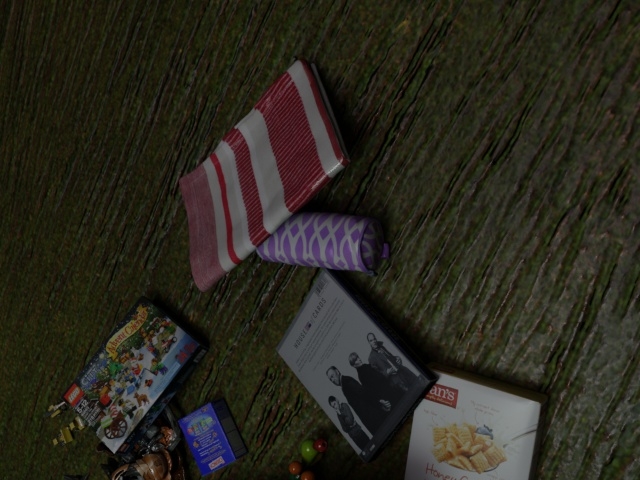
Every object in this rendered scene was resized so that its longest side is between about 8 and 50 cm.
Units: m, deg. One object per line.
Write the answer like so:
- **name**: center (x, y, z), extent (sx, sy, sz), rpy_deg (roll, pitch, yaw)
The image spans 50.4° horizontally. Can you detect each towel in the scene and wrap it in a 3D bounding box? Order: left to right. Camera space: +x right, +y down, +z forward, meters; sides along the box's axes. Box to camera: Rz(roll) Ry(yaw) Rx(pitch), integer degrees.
- **towel**: center (-0.103, -0.102, 1.053), extent (0.329, 0.037, 0.237), rpy_deg (-40, 48, 27)

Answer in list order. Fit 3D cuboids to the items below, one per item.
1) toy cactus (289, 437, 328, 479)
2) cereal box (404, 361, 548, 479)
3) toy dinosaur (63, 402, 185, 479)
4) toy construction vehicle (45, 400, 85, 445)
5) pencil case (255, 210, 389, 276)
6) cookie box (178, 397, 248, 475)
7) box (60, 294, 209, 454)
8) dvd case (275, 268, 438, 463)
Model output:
- **toy cactus**: center (-0.019, 0.418, 1.078), extent (0.180, 0.112, 0.219), rpy_deg (-15, 88, 51)
- **cereal box**: center (0.207, 0.306, 0.942), extent (0.173, 0.047, 0.240), rpy_deg (11, 100, 32)
- **toy dinosaur**: center (-0.331, 0.414, 1.235), extent (0.218, 0.164, 0.322), rpy_deg (-32, 55, 13)
- **toy construction vehicle**: center (-0.537, 0.378, 1.417), extent (0.098, 0.035, 0.086), rpy_deg (-32, 77, 30)
- **pencil case**: center (0.000, 0.000, 1.023), extent (0.206, 0.088, 0.086), rpy_deg (7, 88, 31)
- **cookie box**: center (-0.189, 0.345, 1.195), extent (0.092, 0.040, 0.107), rpy_deg (-33, 76, 29)
- **box**: center (-0.332, 0.237, 1.213), extent (0.159, 0.044, 0.233), rpy_deg (34, 82, 24)
- **dvd case**: center (0.043, 0.183, 1.019), extent (0.238, 0.030, 0.179), rpy_deg (47, 121, 30)
